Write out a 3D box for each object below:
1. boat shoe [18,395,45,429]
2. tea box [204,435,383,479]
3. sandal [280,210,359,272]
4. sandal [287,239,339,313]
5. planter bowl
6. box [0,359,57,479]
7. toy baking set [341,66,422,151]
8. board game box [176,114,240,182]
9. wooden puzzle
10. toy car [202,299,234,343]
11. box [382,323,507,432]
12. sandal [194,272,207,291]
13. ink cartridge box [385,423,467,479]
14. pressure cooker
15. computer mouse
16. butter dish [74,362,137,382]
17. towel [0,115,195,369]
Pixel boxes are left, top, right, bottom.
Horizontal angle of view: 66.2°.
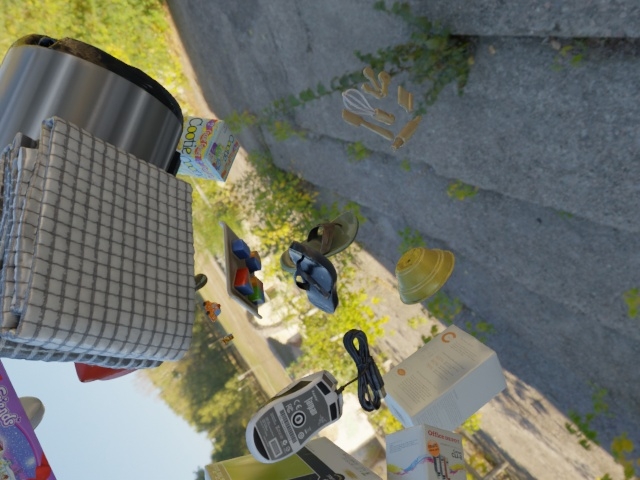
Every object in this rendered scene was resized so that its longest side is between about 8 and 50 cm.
[{"bbox_3d":[-0.767,0.520,1.085,0.136,0.367,0.156,12,125,22],"label":"boat shoe"},{"bbox_3d":[-0.066,0.608,1.069,0.329,0.324,0.219,163,102,-69],"label":"tea box"},{"bbox_3d":[0.000,0.002,1.625,0.120,0.303,0.086,49,167,36],"label":"sandal"},{"bbox_3d":[-0.011,0.093,1.026,0.097,0.054,0.254,20,151,28],"label":"sandal"},{"bbox_3d":[0.298,0.086,1.515,0.090,0.217,0.217,42,167,-15],"label":"planter bowl"},{"bbox_3d":[-0.581,0.348,0.798,0.057,0.201,0.293,8,116,48],"label":"box"},{"bbox_3d":[0.144,-0.304,1.163,0.197,0.256,0.030,43,142,-11],"label":"toy baking set"},{"bbox_3d":[-0.420,-0.296,1.536,0.275,0.144,0.142,12,160,17],"label":"board game box"},{"bbox_3d":[-0.304,0.121,2.004,0.322,0.081,0.347,61,-166,-63],"label":"wooden puzzle"},{"bbox_3d":[-0.257,0.202,1.258,0.122,0.041,0.060,66,172,-32],"label":"toy car"},{"bbox_3d":[0.394,0.470,1.608,0.215,0.345,0.168,34,154,61],"label":"box"},{"bbox_3d":[-0.473,0.161,1.675,0.049,0.180,0.072,42,156,44],"label":"sandal"},{"bbox_3d":[0.231,0.512,1.074,0.128,0.176,0.127,25,137,-27],"label":"ink cartridge box"},{"bbox_3d":[-0.515,-0.144,1.006,0.376,0.420,0.370,15,167,6],"label":"pressure cooker"},{"bbox_3d":[-0.009,0.195,0.602,0.042,0.193,0.106,-10,102,63],"label":"computer mouse"},{"bbox_3d":[-0.434,0.234,1.047,0.160,0.160,0.118,54,151,35],"label":"butter dish"},{"bbox_3d":[-0.288,0.015,0.627,0.235,0.121,0.283,27,-133,-51],"label":"towel"}]
